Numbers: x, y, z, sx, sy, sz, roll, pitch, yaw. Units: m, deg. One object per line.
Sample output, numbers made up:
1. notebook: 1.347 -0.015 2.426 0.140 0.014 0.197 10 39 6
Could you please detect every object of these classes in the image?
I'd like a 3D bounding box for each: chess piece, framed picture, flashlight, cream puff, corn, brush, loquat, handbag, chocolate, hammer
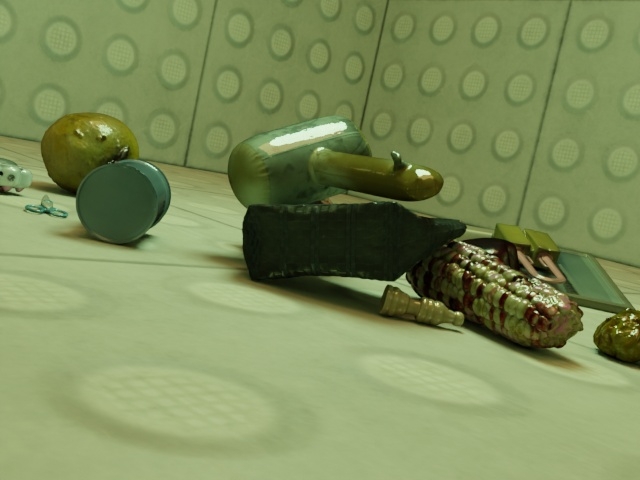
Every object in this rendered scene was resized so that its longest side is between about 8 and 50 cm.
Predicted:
1. chess piece: 0.113 0.076 0.856 0.092 0.035 0.035 16 6 -3
2. framed picture: 0.442 0.057 1.458 0.213 0.016 0.289 12 19 1
3. flashlight: -0.520 -0.108 1.259 0.093 0.047 0.200 10 4 -25
4. cream puff: 0.354 0.108 0.901 0.083 0.058 0.083 5 7 -39
5. corn: 0.195 0.062 0.921 0.092 0.092 0.280 9 11 -28
6. brush: 0.382 0.035 1.393 0.103 0.047 0.233 10 20 -3
7. loquat: -0.422 -0.155 1.409 0.205 0.149 0.172 2 2 42
8. handbag: 0.028 -0.004 0.936 0.271 0.088 0.175 -1 4 22
9. chocolate: 0.270 0.032 1.287 0.125 0.080 0.149 12 14 29
10. hammer: 0.031 -0.085 0.971 0.202 0.113 0.306 -23 23 -31

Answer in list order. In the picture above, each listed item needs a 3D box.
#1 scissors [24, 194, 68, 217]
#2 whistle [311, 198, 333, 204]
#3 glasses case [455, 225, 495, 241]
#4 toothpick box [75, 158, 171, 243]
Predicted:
1. scissors: -0.393 -0.051 1.116 0.058 0.014 0.119 10 9 -22
2. whistle: -0.015 -0.034 1.224 0.142 0.133 0.346 32 6 26
3. glasses case: 0.321 0.011 1.668 0.337 0.076 0.144 7 7 -38
4. toothpick box: -0.253 -0.054 1.015 0.101 0.101 0.153 11 7 -5
